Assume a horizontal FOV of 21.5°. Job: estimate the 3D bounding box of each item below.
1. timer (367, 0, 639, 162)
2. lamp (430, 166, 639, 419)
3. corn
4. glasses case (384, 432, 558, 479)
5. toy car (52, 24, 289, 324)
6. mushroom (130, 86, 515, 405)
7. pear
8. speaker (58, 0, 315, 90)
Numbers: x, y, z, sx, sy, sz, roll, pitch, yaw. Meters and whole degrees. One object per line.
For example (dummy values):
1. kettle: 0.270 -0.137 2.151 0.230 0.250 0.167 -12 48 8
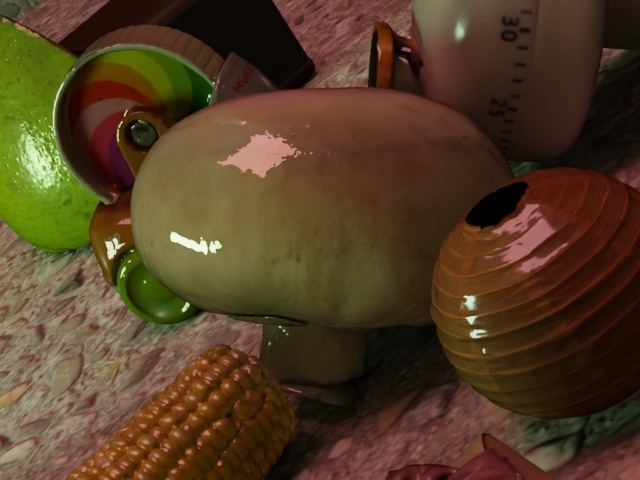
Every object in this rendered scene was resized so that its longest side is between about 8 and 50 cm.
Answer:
1. timer: 0.158 -0.169 1.180 0.240 0.233 0.233 4 23 -2
2. lamp: 0.125 0.027 0.886 0.136 0.136 0.136 -30 20 12
3. corn: -0.113 0.166 0.989 0.244 0.093 0.093 -45 22 -26
4. glasses case: 0.040 0.163 0.790 0.193 0.070 0.102 -41 22 -17
5. toy car: -0.108 -0.073 1.347 0.235 0.235 0.145 -26 22 21
6. mushroom: 0.000 0.000 1.070 0.246 0.202 0.246 8 5 -1
7. pear: -0.293 -0.110 1.688 0.139 0.239 0.288 -44 21 -25
8. speaker: -0.150 -0.185 1.761 0.192 0.153 0.231 -42 21 -23
